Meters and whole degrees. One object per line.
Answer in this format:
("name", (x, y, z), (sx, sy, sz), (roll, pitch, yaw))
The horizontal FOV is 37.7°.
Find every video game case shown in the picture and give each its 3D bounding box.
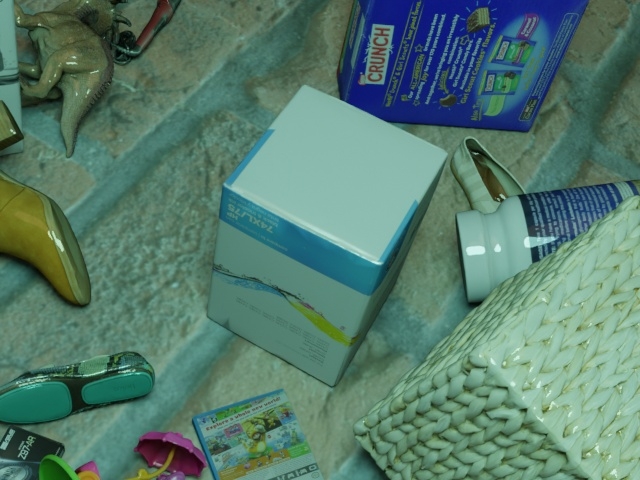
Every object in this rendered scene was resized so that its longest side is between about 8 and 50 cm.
("video game case", (-0.066, 0.261, 1.089), (0.119, 0.015, 0.166), (-14, 58, -22))

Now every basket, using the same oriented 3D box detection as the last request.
("basket", (0.269, 0.174, 1.004), (0.331, 0.328, 0.266), (-37, 84, -33))

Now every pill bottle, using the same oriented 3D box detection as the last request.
("pill bottle", (0.319, 0.008, 1.255), (0.264, 0.153, 0.153), (-7, 53, 5))

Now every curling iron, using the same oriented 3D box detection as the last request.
("curling iron", (-0.265, -0.375, 1.510), (0.068, 0.035, 0.274), (25, 52, 5))

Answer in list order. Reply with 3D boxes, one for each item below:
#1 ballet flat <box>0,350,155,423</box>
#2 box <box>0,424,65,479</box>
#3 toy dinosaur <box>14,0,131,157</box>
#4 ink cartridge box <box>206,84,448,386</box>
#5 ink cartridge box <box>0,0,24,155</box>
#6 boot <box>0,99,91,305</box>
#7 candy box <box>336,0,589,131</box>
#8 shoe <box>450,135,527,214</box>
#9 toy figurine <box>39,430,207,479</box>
("ballet flat", (-0.289, 0.167, 1.087), (0.188, 0.070, 0.070), (-5, 55, -19))
("box", (-0.330, 0.252, 1.030), (0.067, 0.018, 0.083), (21, 52, 2))
("toy dinosaur", (-0.348, -0.274, 1.348), (0.200, 0.127, 0.296), (-12, 66, -22))
("ink cartridge box", (0.000, 0.000, 1.141), (0.197, 0.270, 0.198), (27, 52, 9))
("ink cartridge box", (-0.525, -0.259, 1.134), (0.285, 0.395, 0.166), (-15, 60, -23))
("boot", (-0.433, -0.012, 1.165), (0.211, 0.104, 0.295), (-27, 86, -5))
("candy box", (0.203, -0.309, 1.425), (0.317, 0.268, 0.122), (3, 49, -12))
("shoe", (0.261, -0.063, 1.385), (0.076, 0.058, 0.219), (-16, 59, -24))
("toy figurine", (-0.188, 0.277, 1.000), (0.159, 0.130, 0.173), (-21, 82, -37))
